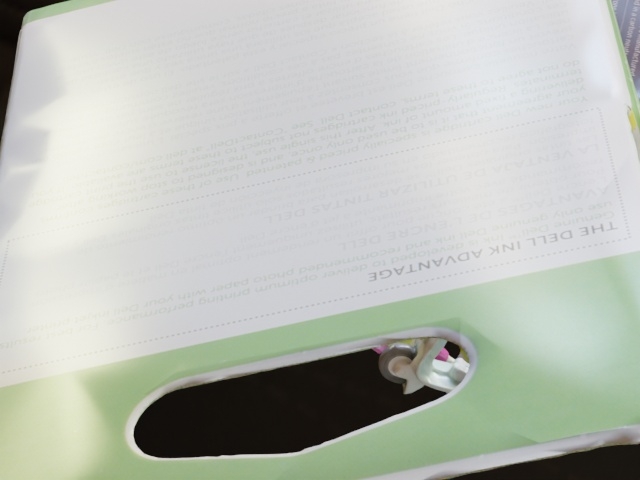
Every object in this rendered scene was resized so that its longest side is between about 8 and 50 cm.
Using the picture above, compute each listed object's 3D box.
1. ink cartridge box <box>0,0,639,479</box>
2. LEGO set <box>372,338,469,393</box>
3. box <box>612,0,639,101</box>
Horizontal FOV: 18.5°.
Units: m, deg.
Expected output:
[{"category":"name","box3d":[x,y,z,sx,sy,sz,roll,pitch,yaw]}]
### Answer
[{"category":"ink cartridge box","box3d":[0.000,0.000,0.494,0.171,0.056,0.235,-13,38,8]},{"category":"LEGO set","box3d":[0.081,-0.003,1.036,0.107,0.132,0.287,35,34,-18]},{"category":"box","box3d":[0.204,-0.067,1.252,0.167,0.203,0.168,11,49,9]}]
